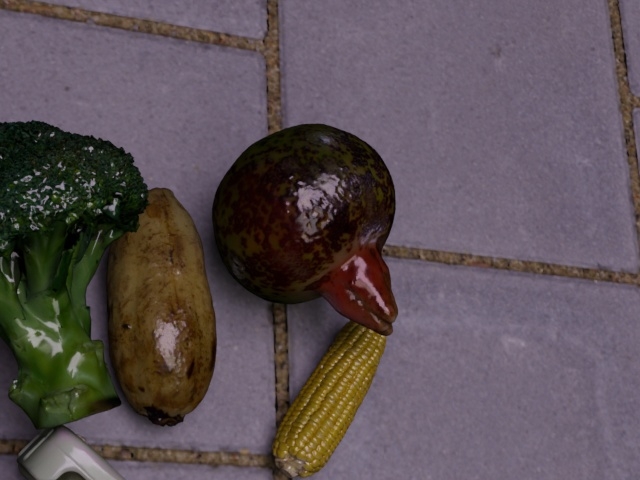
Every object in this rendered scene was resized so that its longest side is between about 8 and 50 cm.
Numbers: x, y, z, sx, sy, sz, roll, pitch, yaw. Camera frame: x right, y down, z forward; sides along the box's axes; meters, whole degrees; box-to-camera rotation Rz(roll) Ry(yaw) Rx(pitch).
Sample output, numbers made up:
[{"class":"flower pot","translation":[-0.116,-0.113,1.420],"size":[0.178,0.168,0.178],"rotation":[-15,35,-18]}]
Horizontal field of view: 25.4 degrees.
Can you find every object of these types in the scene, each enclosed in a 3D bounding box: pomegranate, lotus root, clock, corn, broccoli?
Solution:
[{"class":"pomegranate","translation":[0.000,0.000,1.500],"size":[0.214,0.214,0.248],"rotation":[-24,69,-30]},{"class":"lotus root","translation":[-0.168,0.065,1.472],"size":[0.110,0.097,0.258],"rotation":[0,66,-21]},{"class":"clock","translation":[-0.203,0.257,1.350],"size":[0.191,0.151,0.062],"rotation":[46,74,-7]},{"class":"corn","translation":[0.011,0.168,1.525],"size":[0.067,0.067,0.206],"rotation":[36,57,-7]},{"class":"broccoli","translation":[-0.288,0.032,1.333],"size":[0.297,0.297,0.297],"rotation":[-15,85,-28]}]
